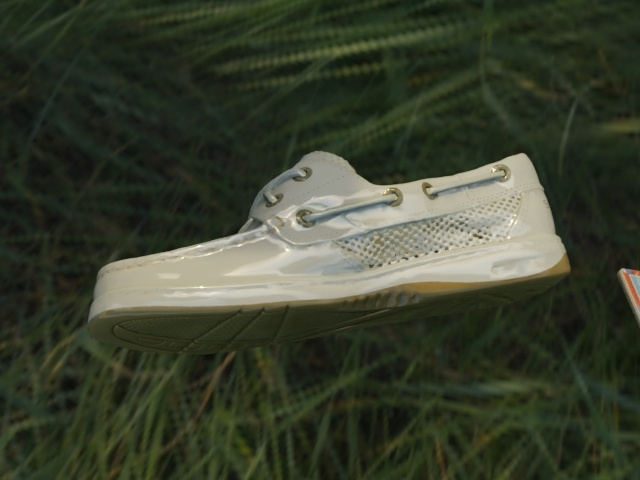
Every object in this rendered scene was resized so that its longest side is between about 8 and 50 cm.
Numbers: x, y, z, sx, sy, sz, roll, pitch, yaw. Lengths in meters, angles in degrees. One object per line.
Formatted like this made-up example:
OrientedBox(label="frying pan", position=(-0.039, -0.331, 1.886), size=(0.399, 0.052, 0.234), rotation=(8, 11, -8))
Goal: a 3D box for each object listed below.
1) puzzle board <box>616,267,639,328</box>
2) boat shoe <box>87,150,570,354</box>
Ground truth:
OrientedBox(label="puzzle board", position=(0.205, 0.070, 0.973), size=(0.096, 0.128, 0.011), rotation=(10, 136, -35))
OrientedBox(label="boat shoe", position=(0.000, 0.000, 1.083), size=(0.277, 0.098, 0.096), rotation=(-7, 78, -24))
